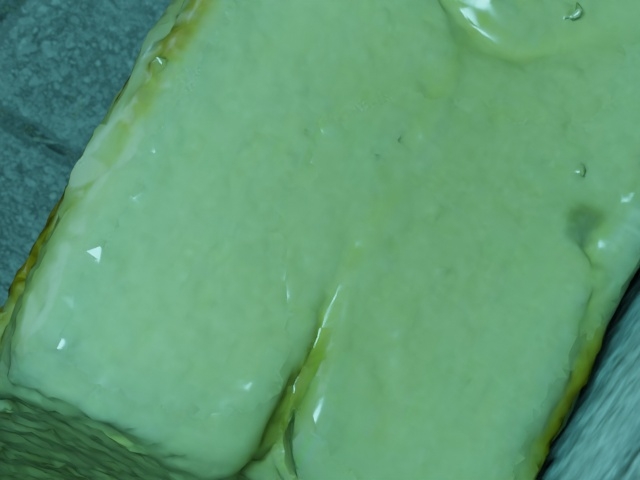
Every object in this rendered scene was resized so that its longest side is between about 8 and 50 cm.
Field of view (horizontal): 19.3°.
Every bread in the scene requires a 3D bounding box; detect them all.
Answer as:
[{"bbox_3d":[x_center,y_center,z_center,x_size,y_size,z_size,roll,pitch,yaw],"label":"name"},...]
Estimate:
[{"bbox_3d":[0.000,0.000,1.008,0.390,0.279,0.371,-60,4,-21],"label":"bread"}]
